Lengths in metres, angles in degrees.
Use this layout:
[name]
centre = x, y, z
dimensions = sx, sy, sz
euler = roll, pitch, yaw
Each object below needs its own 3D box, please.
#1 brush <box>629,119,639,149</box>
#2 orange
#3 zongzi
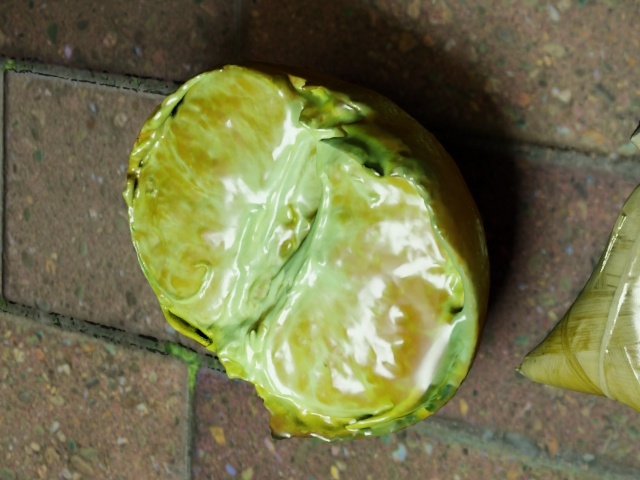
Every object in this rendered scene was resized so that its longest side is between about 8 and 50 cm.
[brush]
centre = 0.343, -0.163, 1.401
dimensions = 0.065, 0.070, 0.327
euler = 43, 122, 3
[orange]
centre = 0.006, -0.004, 1.616
dimensions = 0.335, 0.196, 0.262
euler = 33, 132, 35
[zongzi]
centre = 0.225, 0.039, 1.515
dimensions = 0.197, 0.099, 0.194
euler = 12, 106, 44
